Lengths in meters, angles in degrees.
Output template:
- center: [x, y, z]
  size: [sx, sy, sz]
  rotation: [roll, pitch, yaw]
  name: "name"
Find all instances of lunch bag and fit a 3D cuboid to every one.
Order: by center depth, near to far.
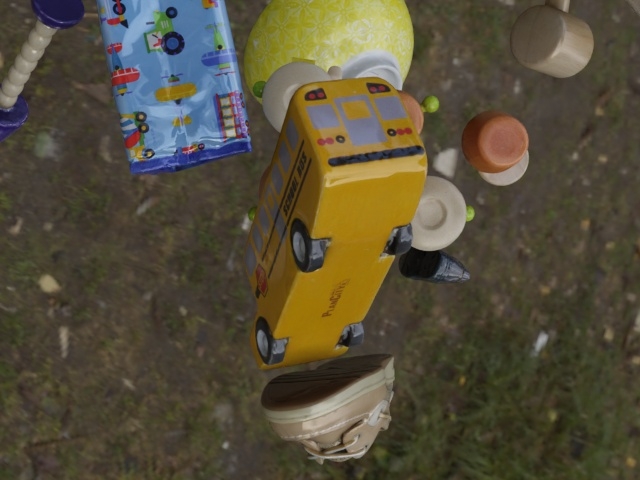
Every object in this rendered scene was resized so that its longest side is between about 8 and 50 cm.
- center: [-0.175, -0.195, 1.333]
  size: [0.138, 0.293, 0.221]
  rotation: [-11, 94, -7]
  name: "lunch bag"

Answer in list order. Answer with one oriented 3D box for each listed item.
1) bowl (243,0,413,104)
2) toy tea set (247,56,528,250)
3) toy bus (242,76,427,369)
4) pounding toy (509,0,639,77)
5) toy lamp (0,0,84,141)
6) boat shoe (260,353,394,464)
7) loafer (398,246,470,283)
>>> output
- center: [0.042, -0.270, 1.770]
  size: [0.289, 0.156, 0.289]
  rotation: [-22, 142, -19]
  name: "bowl"
- center: [0.076, -0.091, 1.330]
  size: [0.336, 0.124, 0.200]
  rotation: [10, 94, -5]
  name: "toy tea set"
- center: [0.000, 0.000, 1.111]
  size: [0.108, 0.130, 0.333]
  rotation: [-10, 149, -22]
  name: "toy bus"
- center: [0.151, -0.152, 0.520]
  size: [0.094, 0.181, 0.206]
  rotation: [-2, 144, -46]
  name: "pounding toy"
- center: [-0.402, -0.227, 1.516]
  size: [0.080, 0.275, 0.080]
  rotation: [20, 48, -23]
  name: "toy lamp"
- center: [0.027, 0.199, 1.297]
  size: [0.341, 0.121, 0.110]
  rotation: [-1, 84, -72]
  name: "boat shoe"
- center: [0.168, 0.040, 1.720]
  size: [0.061, 0.170, 0.062]
  rotation: [22, 94, -19]
  name: "loafer"
